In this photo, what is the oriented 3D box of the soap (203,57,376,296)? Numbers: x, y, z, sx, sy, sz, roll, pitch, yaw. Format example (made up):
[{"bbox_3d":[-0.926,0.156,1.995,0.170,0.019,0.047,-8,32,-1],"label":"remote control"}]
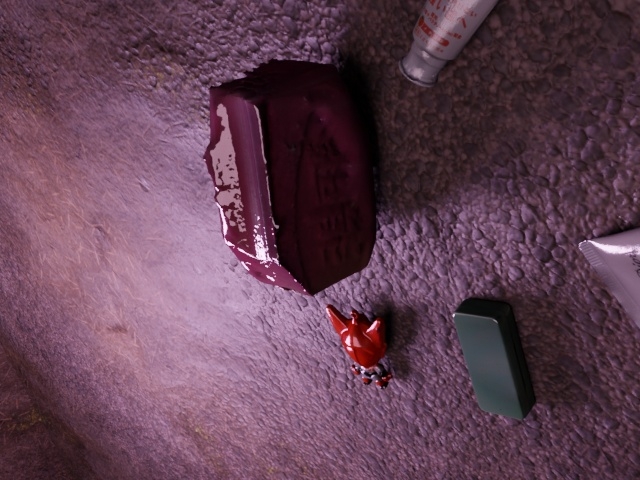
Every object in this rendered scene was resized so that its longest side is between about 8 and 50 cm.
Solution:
[{"bbox_3d":[-0.032,-0.070,1.031,0.127,0.220,0.324,24,129,39],"label":"soap"}]

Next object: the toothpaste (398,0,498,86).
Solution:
[{"bbox_3d":[0.156,-0.267,0.824,0.089,0.057,0.234,41,134,11],"label":"toothpaste"}]

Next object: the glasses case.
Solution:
[{"bbox_3d":[0.249,0.170,1.112,0.078,0.039,0.184,5,125,42],"label":"glasses case"}]

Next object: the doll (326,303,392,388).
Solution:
[{"bbox_3d":[0.072,0.179,1.276,0.109,0.057,0.169,12,129,35],"label":"doll"}]

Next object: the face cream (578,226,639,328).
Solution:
[{"bbox_3d":[0.413,0.014,0.800,0.143,0.089,0.314,50,153,-2],"label":"face cream"}]
